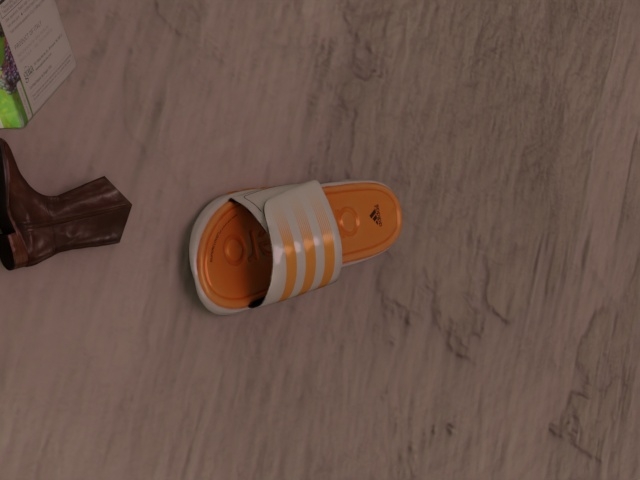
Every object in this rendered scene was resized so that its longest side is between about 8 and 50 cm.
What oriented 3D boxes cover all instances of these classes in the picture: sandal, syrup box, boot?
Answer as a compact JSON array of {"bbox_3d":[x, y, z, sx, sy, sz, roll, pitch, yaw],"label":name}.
[{"bbox_3d":[-0.002,-0.011,1.234,0.265,0.076,0.102,-19,97,-43],"label":"sandal"},{"bbox_3d":[-0.256,-0.197,0.948,0.096,0.093,0.236,-64,146,-51],"label":"syrup box"},{"bbox_3d":[-0.200,-0.038,1.078,0.114,0.037,0.106,-19,110,-40],"label":"boot"}]
